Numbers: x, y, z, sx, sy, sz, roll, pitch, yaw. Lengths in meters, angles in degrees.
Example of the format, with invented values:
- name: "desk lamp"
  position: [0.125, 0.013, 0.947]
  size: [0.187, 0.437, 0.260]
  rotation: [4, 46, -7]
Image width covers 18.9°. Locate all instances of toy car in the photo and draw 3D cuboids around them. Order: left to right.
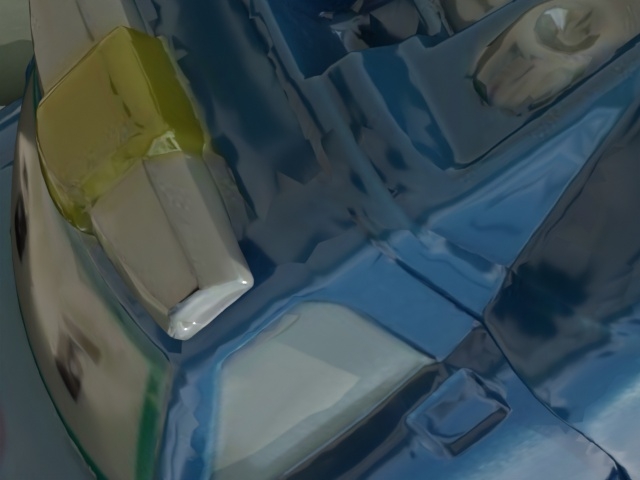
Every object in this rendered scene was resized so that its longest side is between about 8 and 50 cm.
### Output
- name: "toy car"
  position: [0.000, 0.000, 0.432]
  size: [0.314, 0.166, 0.198]
  rotation: [-39, -123, 26]

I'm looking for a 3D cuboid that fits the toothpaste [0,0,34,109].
- name: "toothpaste"
  position: [-0.146, -0.048, 0.521]
  size: [0.039, 0.239, 0.062]
  rotation: [104, -27, -52]
